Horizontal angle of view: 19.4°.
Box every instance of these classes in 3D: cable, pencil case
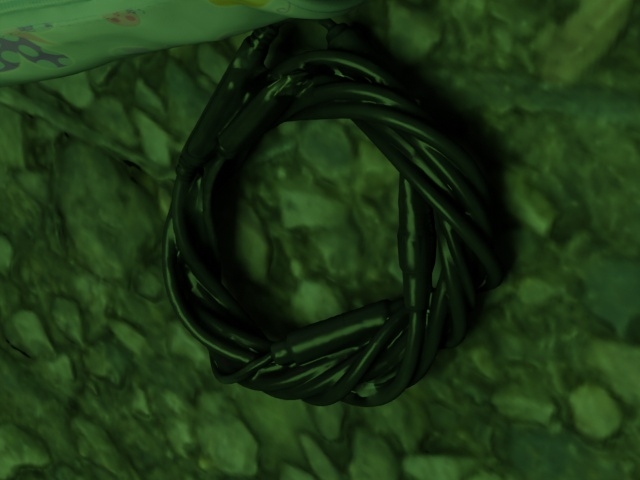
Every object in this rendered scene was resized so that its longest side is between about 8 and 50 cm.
[{"bbox_3d":[0.000,0.000,0.804,0.150,0.047,0.184,40,128,10],"label":"cable"},{"bbox_3d":[-0.097,-0.122,0.761,0.273,0.124,0.113,-9,105,40],"label":"pencil case"}]
